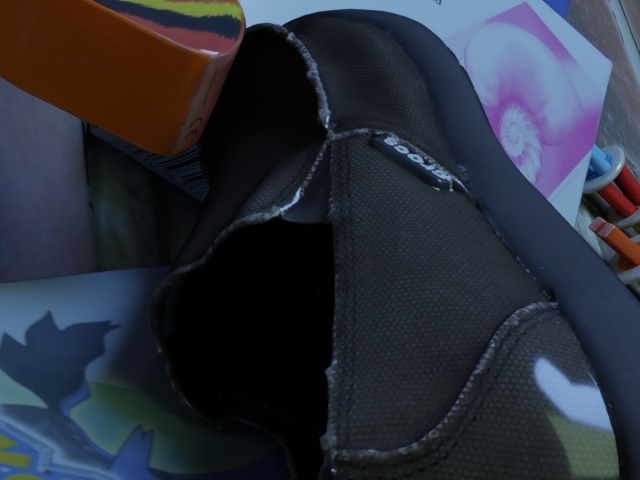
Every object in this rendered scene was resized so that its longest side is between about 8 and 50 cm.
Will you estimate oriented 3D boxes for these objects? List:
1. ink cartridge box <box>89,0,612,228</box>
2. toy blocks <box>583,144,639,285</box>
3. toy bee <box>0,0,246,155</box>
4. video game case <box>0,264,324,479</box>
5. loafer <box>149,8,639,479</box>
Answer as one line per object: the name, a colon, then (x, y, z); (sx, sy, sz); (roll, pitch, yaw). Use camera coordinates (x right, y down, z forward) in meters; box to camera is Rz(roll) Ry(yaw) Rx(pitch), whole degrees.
ink cartridge box: (0.053, -0.129, 0.764); (0.324, 0.071, 0.330); (32, 64, -32)
toy blocks: (0.253, -0.021, 1.040); (0.148, 0.054, 0.123); (42, 36, -22)
toy bee: (-0.166, -0.151, 0.489); (0.298, 0.195, 0.162); (37, 34, -24)
video game case: (-0.025, 0.100, 0.420); (0.329, 0.036, 0.300); (31, 22, 34)
loafer: (0.000, 0.000, 0.459); (0.130, 0.133, 0.366); (0, 25, -19)
